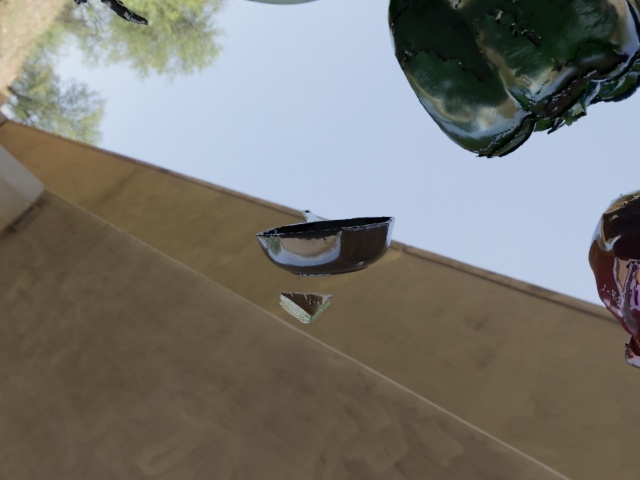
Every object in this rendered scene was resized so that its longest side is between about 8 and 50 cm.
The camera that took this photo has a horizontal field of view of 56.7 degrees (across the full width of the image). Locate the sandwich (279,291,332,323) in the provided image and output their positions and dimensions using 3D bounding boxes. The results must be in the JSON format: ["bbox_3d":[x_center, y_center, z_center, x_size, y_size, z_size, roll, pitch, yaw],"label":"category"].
[{"bbox_3d":[-0.019,0.101,0.880,0.083,0.031,0.044,3,-134,-17],"label":"sandwich"}]

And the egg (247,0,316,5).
[{"bbox_3d":[-0.111,-0.438,0.763,0.370,0.230,0.230,30,-115,6],"label":"egg"}]

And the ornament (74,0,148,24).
[{"bbox_3d":[-0.283,-0.355,0.744,0.236,0.080,0.202,38,-148,20],"label":"ornament"}]

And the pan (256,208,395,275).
[{"bbox_3d":[0.016,-0.001,0.604,0.128,0.048,0.202,-2,-172,15],"label":"pan"}]

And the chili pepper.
[{"bbox_3d":[0.212,-0.229,0.607,0.248,0.257,0.233,-27,170,-36],"label":"chili pepper"}]

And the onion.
[{"bbox_3d":[0.721,0.105,1.154,0.398,0.420,0.398,-7,-145,5],"label":"onion"}]
